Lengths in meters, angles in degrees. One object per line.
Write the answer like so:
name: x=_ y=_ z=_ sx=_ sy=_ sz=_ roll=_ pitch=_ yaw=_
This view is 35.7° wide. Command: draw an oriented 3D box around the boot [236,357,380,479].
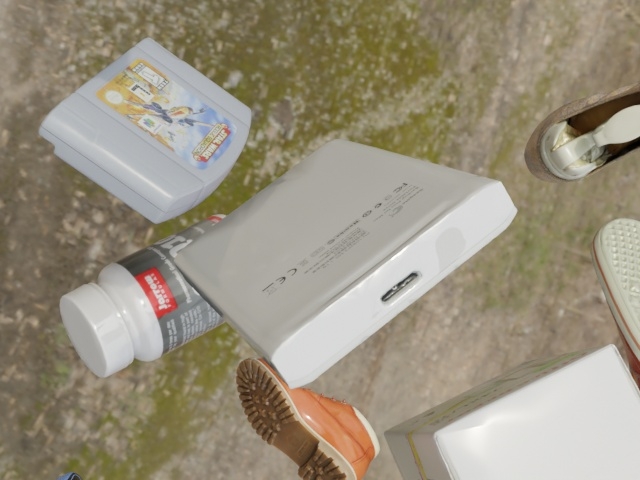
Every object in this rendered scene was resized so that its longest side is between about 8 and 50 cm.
boot: x=-0.011 y=0.166 z=0.947 sx=0.084 sy=0.158 sz=0.059 roll=-32 pitch=167 yaw=-49

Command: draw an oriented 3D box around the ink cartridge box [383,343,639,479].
ink cartridge box: x=0.211 y=0.241 z=1.009 sx=0.198 sy=0.197 sz=0.270 roll=-24 pitch=173 yaw=-10

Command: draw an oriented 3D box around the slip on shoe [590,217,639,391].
slip on shoe: x=0.370 y=0.134 z=1.052 sx=0.123 sy=0.331 sz=0.101 roll=-23 pitch=174 yaw=-30

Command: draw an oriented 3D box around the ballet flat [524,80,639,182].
ballet flat: x=0.374 y=-0.145 z=1.338 sx=0.106 sy=0.108 sz=0.316 roll=-36 pitch=-178 yaw=-40

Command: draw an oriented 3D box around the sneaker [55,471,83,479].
sneaker: x=-0.371 y=0.462 z=1.641 sx=0.090 sy=0.232 sz=0.081 roll=-31 pitch=134 yaw=-2

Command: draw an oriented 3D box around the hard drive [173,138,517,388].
hard drive: x=0.000 y=0.000 z=0.816 sx=0.203 sy=0.307 sz=0.040 roll=-37 pitch=111 yaw=-10

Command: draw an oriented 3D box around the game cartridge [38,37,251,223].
game cartridge: x=-0.196 y=-0.141 z=1.233 sx=0.062 sy=0.198 sz=0.297 roll=-56 pitch=-176 yaw=32

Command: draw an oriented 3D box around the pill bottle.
pill bottle: x=-0.238 y=0.084 z=1.516 sx=0.283 sy=0.161 sz=0.161 roll=-28 pitch=135 yaw=-30
